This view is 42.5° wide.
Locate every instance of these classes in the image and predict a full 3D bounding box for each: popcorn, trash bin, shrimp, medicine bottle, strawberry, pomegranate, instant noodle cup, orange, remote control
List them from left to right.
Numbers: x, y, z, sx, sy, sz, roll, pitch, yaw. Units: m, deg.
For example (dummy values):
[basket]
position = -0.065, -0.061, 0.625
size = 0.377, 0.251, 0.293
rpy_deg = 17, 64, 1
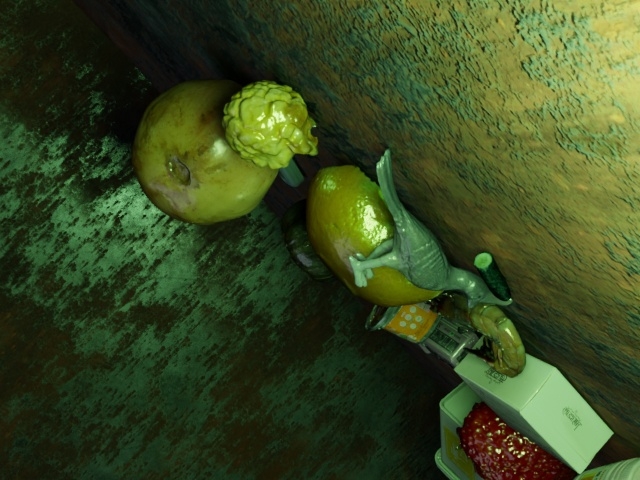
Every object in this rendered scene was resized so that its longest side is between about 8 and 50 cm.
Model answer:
[pomegranate]
position = -0.240, -0.199, 1.824
size = 0.338, 0.338, 0.338
rpy_deg = 44, 174, 6
[popcorn]
position = -0.087, -0.204, 1.476
size = 0.180, 0.170, 0.180
rpy_deg = 55, 164, 24
[remote control]
position = -0.107, -0.211, 2.030
size = 0.087, 0.047, 0.244
rpy_deg = 45, 173, 36
[orange]
position = 0.097, -0.001, 1.584
size = 0.335, 0.196, 0.262
rpy_deg = 53, 160, -7
[instant noodle cup]
position = 0.209, 0.160, 1.918
size = 0.125, 0.178, 0.208
rpy_deg = 31, 144, -7
[shrimp]
position = 0.314, 0.178, 1.614
size = 0.289, 0.075, 0.178
rpy_deg = 18, 137, 58
[trash bin]
position = 0.474, 0.526, 2.260
size = 0.256, 0.296, 0.368
rpy_deg = 42, 159, 40
[strawberry]
position = 0.474, 0.471, 1.914
size = 0.276, 0.257, 0.257
rpy_deg = 19, 158, 38
[medicine bottle]
position = 0.551, 0.463, 1.475
size = 0.133, 0.133, 0.250
rpy_deg = 44, 160, 9

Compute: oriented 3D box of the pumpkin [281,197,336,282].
[pumpkin]
position = 0.002, -0.002, 2.157
size = 0.238, 0.159, 0.238
rpy_deg = 53, -168, -17

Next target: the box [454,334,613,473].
[box]
position = 0.425, 0.323, 1.675
size = 0.203, 0.116, 0.274
rpy_deg = 45, 173, -18

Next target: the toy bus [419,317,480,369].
[toy bus]
position = 0.312, 0.242, 1.939
size = 0.096, 0.108, 0.199
rpy_deg = 48, 173, -22

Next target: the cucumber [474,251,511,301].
[cucumber]
position = 0.281, 0.064, 1.326
size = 0.032, 0.032, 0.133
rpy_deg = 40, 173, 41

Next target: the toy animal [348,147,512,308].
[toy animal]
position = 0.140, 0.017, 1.385
size = 0.367, 0.205, 0.081
rpy_deg = 47, -143, -25
